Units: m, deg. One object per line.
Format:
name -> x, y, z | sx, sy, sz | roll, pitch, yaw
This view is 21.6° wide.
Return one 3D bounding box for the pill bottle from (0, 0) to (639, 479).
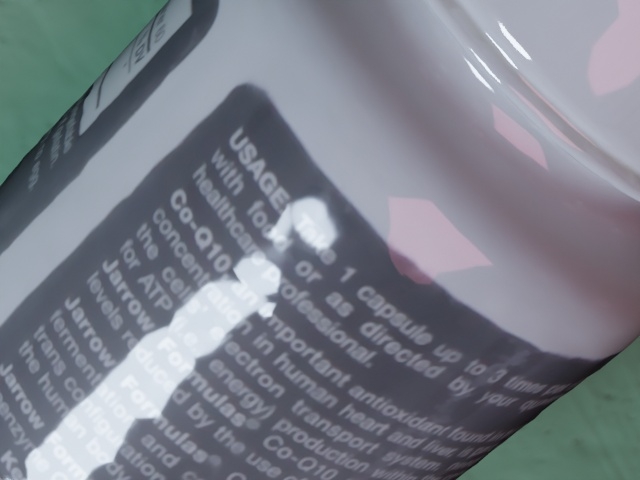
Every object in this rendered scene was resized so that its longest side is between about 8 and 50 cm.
pill bottle -> 0.000, 0.000, 0.629 | 0.204, 0.204, 0.361 | 31, 121, -28
